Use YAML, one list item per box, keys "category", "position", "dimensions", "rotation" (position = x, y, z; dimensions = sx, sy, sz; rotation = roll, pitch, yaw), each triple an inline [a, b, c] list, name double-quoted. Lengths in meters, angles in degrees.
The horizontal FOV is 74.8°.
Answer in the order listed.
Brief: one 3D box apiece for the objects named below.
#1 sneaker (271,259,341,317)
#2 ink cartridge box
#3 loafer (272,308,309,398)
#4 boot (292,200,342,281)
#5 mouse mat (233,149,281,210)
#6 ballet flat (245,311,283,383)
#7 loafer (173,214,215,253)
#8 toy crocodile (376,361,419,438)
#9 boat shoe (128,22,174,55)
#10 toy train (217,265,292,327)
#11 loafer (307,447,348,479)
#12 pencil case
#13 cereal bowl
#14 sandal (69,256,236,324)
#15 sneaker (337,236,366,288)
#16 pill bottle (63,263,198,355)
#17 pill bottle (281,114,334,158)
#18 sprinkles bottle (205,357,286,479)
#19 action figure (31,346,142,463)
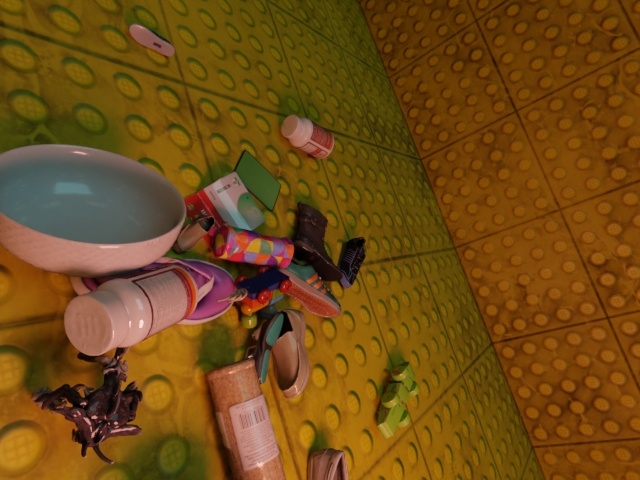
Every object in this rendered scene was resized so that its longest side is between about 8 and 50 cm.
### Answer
- category: "sneaker"
  position: [-0.034, 0.143, 1.361]
  dimensions: [0.302, 0.108, 0.121]
  rotation: [40, 45, -31]
- category: "ink cartridge box"
  position: [-0.276, -0.086, 1.222]
  dimensions: [0.180, 0.056, 0.224]
  rotation: [58, 32, -10]
- category: "loafer"
  position: [-0.096, 0.308, 1.182]
  dimensions: [0.092, 0.102, 0.268]
  rotation: [35, 34, -36]
- category: "boot"
  position: [0.000, 0.000, 1.517]
  dimensions: [0.263, 0.091, 0.228]
  rotation: [43, 40, -28]
- category: "mouse mat"
  position: [-0.212, -0.205, 1.430]
  dimensions: [0.190, 0.007, 0.152]
  rotation: [45, 38, -30]
- category: "ballet flat"
  position: [-0.159, 0.281, 1.121]
  dimensions: [0.074, 0.074, 0.203]
  rotation: [39, 52, -35]
- category: "loafer"
  position: [-0.330, -0.024, 1.096]
  dimensions: [0.056, 0.050, 0.148]
  rotation: [50, 44, -21]
- category: "toy crocodile"
  position: [0.277, 0.571, 1.541]
  dimensions: [0.115, 0.105, 0.340]
  rotation: [57, 38, -14]
- category: "boat shoe"
  position: [-0.503, -0.600, 1.247]
  dimensions: [0.142, 0.049, 0.040]
  rotation: [18, 36, -50]
- category: "toy train"
  position: [-0.190, 0.173, 1.114]
  dimensions: [0.248, 0.105, 0.143]
  rotation: [-22, 131, -52]
- category: "loafer"
  position: [0.032, 0.712, 1.077]
  dimensions: [0.112, 0.112, 0.319]
  rotation: [25, 50, -45]
- category: "pencil case"
  position: [-0.190, 0.017, 1.185]
  dimensions: [0.237, 0.104, 0.104]
  rotation: [16, 56, -39]
- category: "cereal bowl"
  position: [-0.447, -0.043, 0.811]
  dimensions: [0.339, 0.141, 0.338]
  rotation: [20, 29, -12]
- category: "sandal"
  position: [-0.339, 0.103, 0.961]
  dimensions: [0.416, 0.102, 0.169]
  rotation: [13, 60, -51]
- category: "sneaker"
  position: [0.129, 0.079, 1.647]
  dimensions: [0.081, 0.091, 0.232]
  rotation: [41, 40, -33]
- category: "pill bottle"
  position: [-0.332, 0.120, 0.760]
  dimensions: [0.121, 0.121, 0.221]
  rotation: [66, 19, 0]
- category: "pill bottle"
  position: [-0.052, -0.420, 1.689]
  dimensions: [0.216, 0.121, 0.121]
  rotation: [18, 56, -49]
- category: "sprinkles bottle"
  position: [-0.162, 0.459, 0.962]
  dimensions: [0.121, 0.121, 0.355]
  rotation: [-2, 71, -55]
- category: "action figure"
  position: [-0.397, 0.265, 0.748]
  dimensions: [0.164, 0.141, 0.275]
  rotation: [39, 25, -38]
